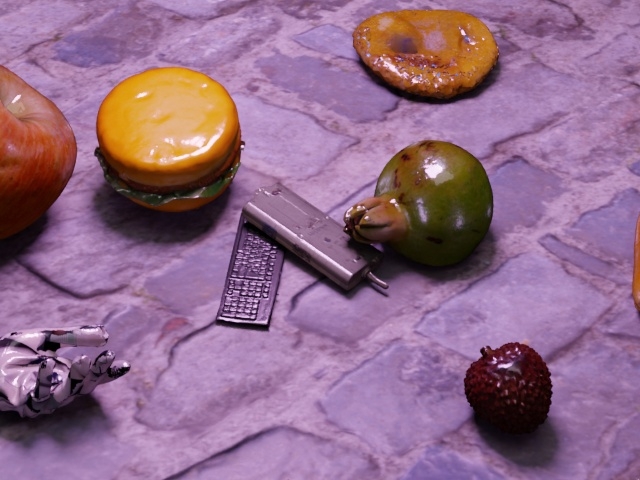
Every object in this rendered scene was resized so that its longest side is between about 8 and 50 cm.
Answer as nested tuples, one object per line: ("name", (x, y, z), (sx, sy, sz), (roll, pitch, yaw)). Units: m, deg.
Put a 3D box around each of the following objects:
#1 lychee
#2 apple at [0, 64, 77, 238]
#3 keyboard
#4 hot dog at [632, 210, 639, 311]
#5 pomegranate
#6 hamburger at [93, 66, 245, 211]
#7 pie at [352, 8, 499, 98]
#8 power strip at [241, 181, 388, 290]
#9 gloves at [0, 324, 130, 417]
("lychee", (0.257, 0.203, 1.716), (0.123, 0.123, 0.129), (-7, 73, -12))
("apple", (-0.540, -0.128, 1.894), (0.301, 0.302, 0.301), (2, 44, -2))
("keyboard", (-0.097, 0.036, 1.930), (0.087, 0.017, 0.250), (6, 43, 4))
("hot dog", (0.562, -0.006, 1.965), (0.135, 0.100, 0.337), (12, 45, 9))
("pomegranate", (0.153, -0.075, 1.950), (0.240, 0.159, 0.190), (4, 42, -7))
("hamburger", (-0.239, -0.146, 1.998), (0.246, 0.170, 0.246), (-1, 56, 1))
("pie", (0.191, -0.352, 2.318), (0.273, 0.069, 0.273), (1, 44, -1))
("power strip", (0.000, 0.000, 1.947), (0.268, 0.034, 0.092), (35, 46, 21))
("gloves", (-0.360, 0.179, 1.701), (0.212, 0.111, 0.127), (8, 20, 8))
